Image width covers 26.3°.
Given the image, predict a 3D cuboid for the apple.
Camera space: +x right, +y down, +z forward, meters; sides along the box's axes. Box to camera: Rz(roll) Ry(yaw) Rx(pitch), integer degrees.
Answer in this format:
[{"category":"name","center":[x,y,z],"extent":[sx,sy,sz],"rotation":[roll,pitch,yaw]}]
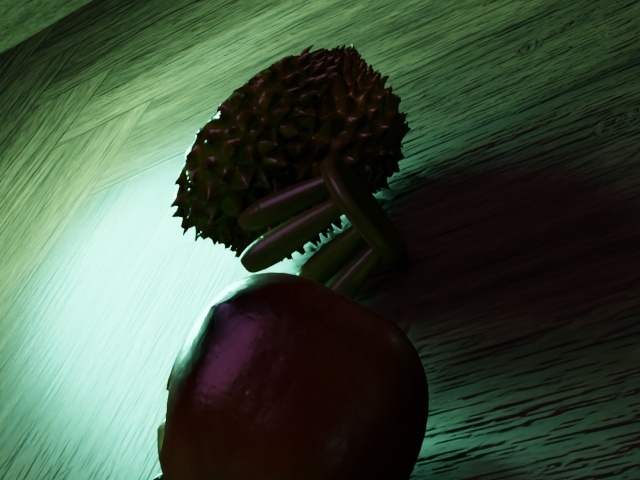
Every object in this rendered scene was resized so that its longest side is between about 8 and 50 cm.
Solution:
[{"category":"apple","center":[-0.023,0.126,0.932],"extent":[0.199,0.199,0.199],"rotation":[-32,25,16]}]

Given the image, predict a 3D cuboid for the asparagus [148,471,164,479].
[{"category":"asparagus","center":[-0.087,0.171,1.113],"extent":[0.165,0.030,0.036],"rotation":[-39,13,1]}]

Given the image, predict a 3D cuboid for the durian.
[{"category":"durian","center":[-0.022,-0.070,1.288],"extent":[0.250,0.138,0.183],"rotation":[-42,-15,-1]}]

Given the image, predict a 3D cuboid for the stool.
[{"category":"stool","center":[0.000,0.000,1.194],"extent":[0.110,0.134,0.135],"rotation":[-37,68,11]}]
